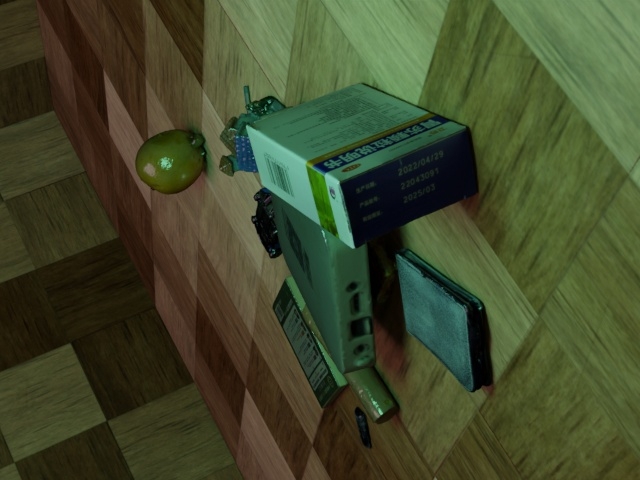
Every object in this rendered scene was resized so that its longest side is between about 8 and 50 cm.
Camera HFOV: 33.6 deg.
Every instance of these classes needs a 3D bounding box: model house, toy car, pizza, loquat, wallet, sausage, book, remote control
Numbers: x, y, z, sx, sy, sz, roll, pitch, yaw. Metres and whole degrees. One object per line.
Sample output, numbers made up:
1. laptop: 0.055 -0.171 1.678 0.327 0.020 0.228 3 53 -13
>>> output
1. model house: -0.132 -0.187 1.970 0.148 0.149 0.119 47 151 41
2. toy car: -0.093 -0.037 2.162 0.103 0.063 0.216 62 166 16
3. pizza: 0.096 0.031 1.766 0.131 0.041 0.178 -164 55 -74
4. loquat: -0.353 -0.193 2.545 0.149 0.204 0.172 57 -155 -4
5. wallet: 0.188 0.122 1.643 0.222 0.036 0.167 41 149 55
6. sausage: 0.053 0.229 2.072 0.301 0.066 0.066 52 156 32
7. book: -0.028 0.227 2.331 0.264 0.027 0.202 63 159 15
8. remote control: 0.088 0.396 2.232 0.039 0.014 0.096 39 147 53

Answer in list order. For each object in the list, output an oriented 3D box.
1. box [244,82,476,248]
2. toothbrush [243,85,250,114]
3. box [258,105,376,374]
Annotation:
1. box: 0.050 -0.116 1.488 0.299 0.200 0.106 37 146 55
2. toothbrush: -0.142 -0.242 2.141 0.014 0.011 0.167 -125 22 -46
3. box: 0.000 0.000 1.849 0.367 0.090 0.373 82 165 -45
